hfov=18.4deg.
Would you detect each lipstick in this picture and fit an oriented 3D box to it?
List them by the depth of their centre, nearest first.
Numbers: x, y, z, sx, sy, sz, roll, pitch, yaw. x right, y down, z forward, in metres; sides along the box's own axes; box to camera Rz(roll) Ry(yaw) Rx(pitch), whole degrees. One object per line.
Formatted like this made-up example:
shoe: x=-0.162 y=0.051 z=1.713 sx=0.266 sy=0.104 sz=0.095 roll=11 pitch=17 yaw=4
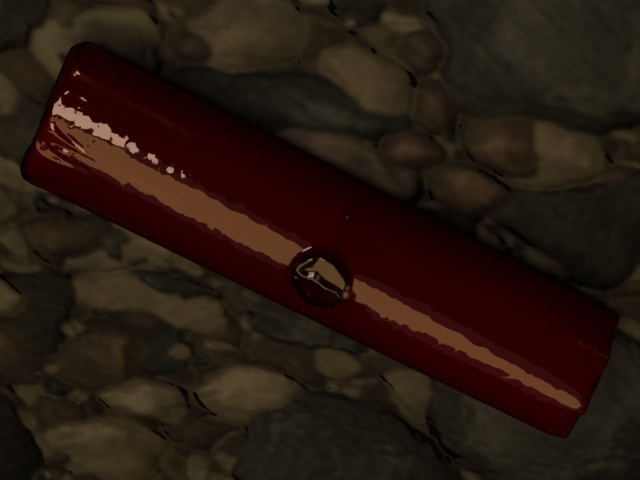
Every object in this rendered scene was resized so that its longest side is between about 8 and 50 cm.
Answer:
lipstick: x=0.000 y=0.001 z=0.900 sx=0.279 sy=0.073 sz=0.073 roll=26 pitch=133 yaw=-4
